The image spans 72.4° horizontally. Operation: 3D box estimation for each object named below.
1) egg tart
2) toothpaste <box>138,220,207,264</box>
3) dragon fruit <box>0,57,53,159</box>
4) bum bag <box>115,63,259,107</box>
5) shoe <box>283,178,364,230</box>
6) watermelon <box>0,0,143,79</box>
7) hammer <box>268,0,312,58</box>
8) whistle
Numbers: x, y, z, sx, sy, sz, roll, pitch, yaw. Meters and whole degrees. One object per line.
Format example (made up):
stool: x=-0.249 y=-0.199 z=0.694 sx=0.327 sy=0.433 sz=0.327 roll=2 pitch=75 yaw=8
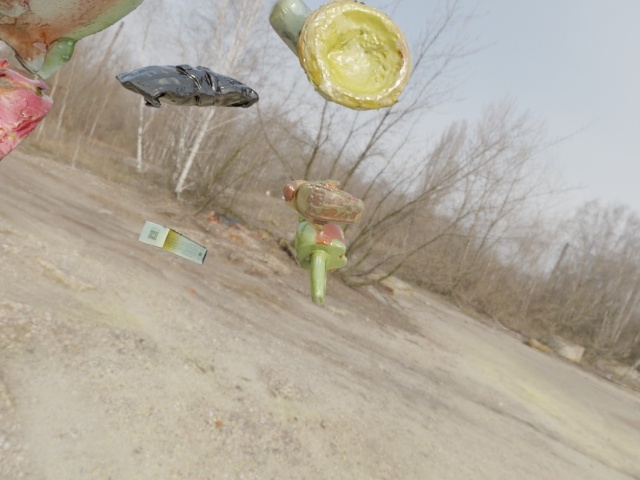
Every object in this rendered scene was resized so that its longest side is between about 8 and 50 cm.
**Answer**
egg tart: x=0.084 y=-0.466 z=1.141 sx=0.315 sy=0.315 sz=0.120 roll=22 pitch=-12 yaw=-9
toothpaste: x=-0.457 y=0.013 z=1.395 sx=0.089 sy=0.071 sz=0.313 roll=15 pitch=-10 yaw=10
dragon fruit: x=-0.840 y=-0.282 z=1.010 sx=0.386 sy=0.371 sz=0.249 roll=-18 pitch=-48 yaw=21
bum bag: x=-0.288 y=-0.345 z=0.981 sx=0.144 sy=0.095 sz=0.340 roll=33 pitch=31 yaw=23
shoe: x=0.002 y=-0.049 z=0.606 sx=0.109 sy=0.072 sz=0.069 roll=-4 pitch=10 yaw=-12
watermelon: x=-0.281 y=-0.277 z=0.405 sx=0.289 sy=0.214 sz=0.320 roll=7 pitch=-40 yaw=7
hammer: x=-0.064 y=-0.646 z=1.283 sx=0.202 sy=0.113 sz=0.305 roll=42 pitch=25 yaw=-37
whistle: x=0.000 y=0.000 z=0.919 sx=0.106 sy=0.288 sz=0.131 roll=-3 pitch=-37 yaw=4
